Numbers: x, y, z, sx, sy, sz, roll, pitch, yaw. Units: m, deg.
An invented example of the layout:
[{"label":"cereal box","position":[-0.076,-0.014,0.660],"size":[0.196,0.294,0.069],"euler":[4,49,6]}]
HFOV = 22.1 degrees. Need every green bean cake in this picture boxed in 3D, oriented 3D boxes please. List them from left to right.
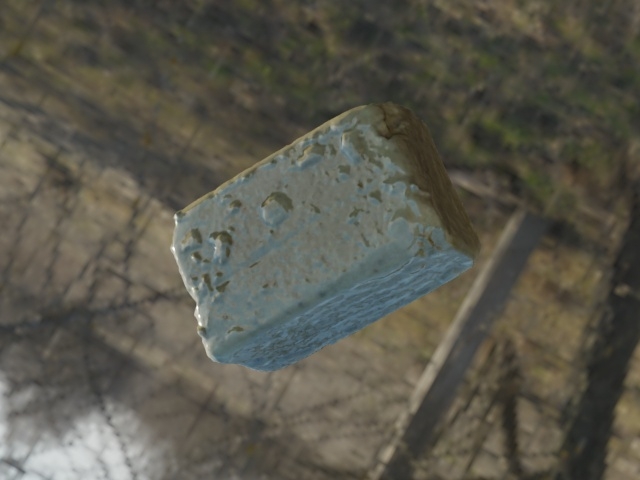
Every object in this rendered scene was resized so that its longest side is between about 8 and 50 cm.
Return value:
[{"label":"green bean cake","position":[0.000,0.000,1.042],"size":[0.085,0.179,0.109],"euler":[24,-138,-57]}]
